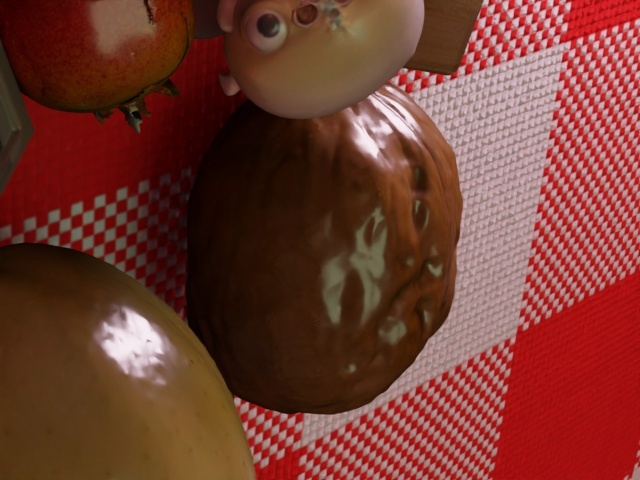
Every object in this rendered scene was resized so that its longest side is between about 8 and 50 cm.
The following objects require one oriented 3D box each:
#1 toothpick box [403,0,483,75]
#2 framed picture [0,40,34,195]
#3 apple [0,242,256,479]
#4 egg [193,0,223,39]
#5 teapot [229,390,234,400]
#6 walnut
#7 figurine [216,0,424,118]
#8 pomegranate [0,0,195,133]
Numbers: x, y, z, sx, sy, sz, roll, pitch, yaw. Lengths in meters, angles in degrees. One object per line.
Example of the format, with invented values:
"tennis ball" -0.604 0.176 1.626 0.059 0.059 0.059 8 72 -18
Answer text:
"toothpick box" 0.044 -0.287 1.723 0.308 0.190 0.188 0 112 -56
"framed picture" -0.341 -0.148 1.156 0.446 0.028 0.326 78 21 -44
"apple" -0.282 0.225 1.431 0.473 0.473 0.474 -29 132 -37
"egg" -0.132 -0.264 1.576 0.103 0.103 0.135 -59 141 -5
"teapot" -0.176 0.188 1.785 0.119 0.130 0.165 -50 163 7
"walnut" 0.000 0.000 1.737 0.354 0.307 0.398 -50 147 -68
"figurine" -0.063 -0.307 1.427 0.226 0.274 0.394 -35 126 -5
"pomegranate" -0.213 -0.213 1.424 0.210 0.210 0.235 -45 138 -22
